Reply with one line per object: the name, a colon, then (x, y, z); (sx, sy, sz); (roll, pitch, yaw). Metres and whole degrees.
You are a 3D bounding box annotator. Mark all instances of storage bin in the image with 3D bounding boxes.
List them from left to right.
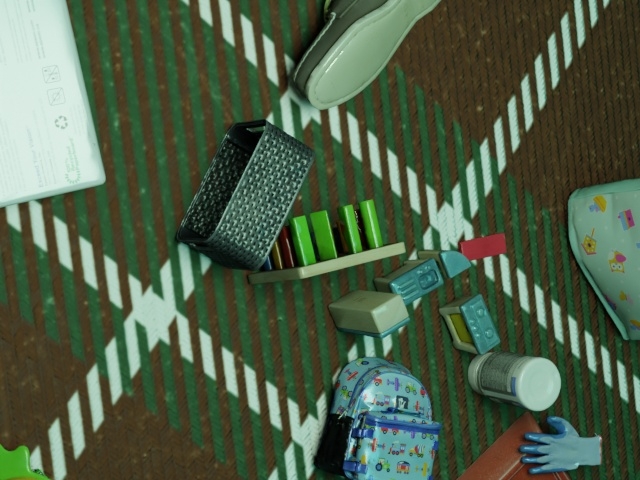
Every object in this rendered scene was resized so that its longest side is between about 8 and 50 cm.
storage bin: (-0.097, -0.059, 1.749); (0.084, 0.122, 0.180); (30, 77, -26)

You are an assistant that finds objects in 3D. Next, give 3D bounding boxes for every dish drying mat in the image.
dish drying mat: (0.243, 0.010, 2.002); (0.083, 0.008, 0.032); (-11, 97, -29)

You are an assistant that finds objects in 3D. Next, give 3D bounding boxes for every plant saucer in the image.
plant saucer: (0.304, 0.438, 2.025); (0.258, 0.048, 0.259); (-40, 108, -22)

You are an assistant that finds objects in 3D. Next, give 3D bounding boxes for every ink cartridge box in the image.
ink cartridge box: (-0.449, -0.190, 1.586); (0.330, 0.071, 0.324); (-14, 99, -24)

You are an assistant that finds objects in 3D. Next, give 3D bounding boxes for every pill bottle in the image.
pill bottle: (0.279, 0.202, 1.953); (0.078, 0.137, 0.078); (-1, 93, -28)

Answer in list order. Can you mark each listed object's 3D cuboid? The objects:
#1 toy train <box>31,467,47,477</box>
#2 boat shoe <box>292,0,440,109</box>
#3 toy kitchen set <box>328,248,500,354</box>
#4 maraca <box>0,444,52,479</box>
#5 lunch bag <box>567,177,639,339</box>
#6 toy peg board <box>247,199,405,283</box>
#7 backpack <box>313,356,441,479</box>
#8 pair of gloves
toy train: (-0.336, 0.320, 1.684); (0.017, 0.024, 0.083); (-41, 109, -22)
boat shoe: (0.066, -0.315, 1.848); (0.324, 0.097, 0.116); (-49, 152, -15)
toy kitchen set: (0.150, 0.120, 1.889); (0.207, 0.122, 0.166); (-29, 105, -25)
maraca: (-0.367, 0.336, 1.629); (0.127, 0.099, 0.185); (-33, 85, -11)
lunch bag: (0.514, 0.014, 2.029); (0.160, 0.223, 0.262); (-39, 107, -28)
toy peg board: (0.000, 0.000, 1.785); (0.161, 0.161, 0.079); (-13, 92, -28)
backpack: (0.090, 0.253, 1.865); (0.158, 0.117, 0.173); (18, 80, -29)
pair of gloves: (0.364, 0.363, 2.016); (0.159, 0.023, 0.198); (3, 90, -29)
